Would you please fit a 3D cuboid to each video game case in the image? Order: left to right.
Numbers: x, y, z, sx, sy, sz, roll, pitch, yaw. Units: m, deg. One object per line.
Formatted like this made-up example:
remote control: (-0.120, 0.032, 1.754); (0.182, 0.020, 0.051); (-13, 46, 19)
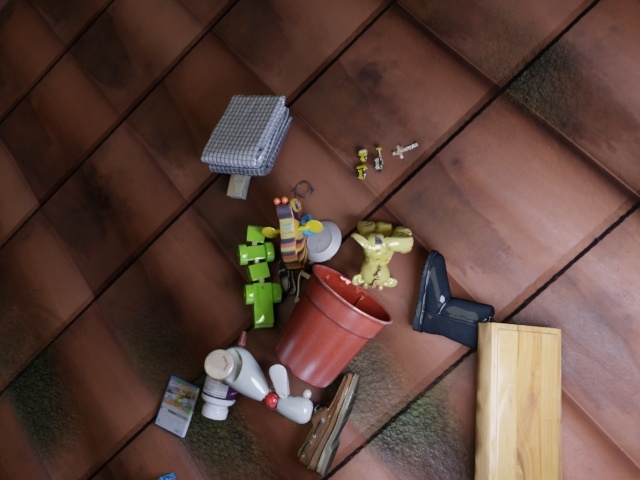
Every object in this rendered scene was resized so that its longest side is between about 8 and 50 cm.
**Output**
video game case: (-0.471, 0.547, 1.654); (0.119, 0.015, 0.166); (16, 85, 22)

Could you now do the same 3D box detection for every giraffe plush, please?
giraffe plush: (0.171, 0.053, 1.468); (0.181, 0.210, 0.171); (14, 112, 18)

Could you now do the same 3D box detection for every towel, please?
towel: (-0.242, -0.351, 1.686); (0.235, 0.121, 0.284); (9, 66, 28)

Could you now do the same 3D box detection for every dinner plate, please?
dinner plate: (0.000, 0.000, 1.585); (0.141, 0.017, 0.141); (-12, 64, 27)

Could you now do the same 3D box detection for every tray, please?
tray: (0.500, 0.422, 1.259); (0.202, 0.076, 0.411); (7, 80, -13)

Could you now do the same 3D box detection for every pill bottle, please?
pill bottle: (-0.309, 0.452, 1.567); (0.108, 0.108, 0.194); (12, 83, 21)

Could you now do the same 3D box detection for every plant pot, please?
plant pot: (0.020, 0.253, 1.427); (0.272, 0.272, 0.265); (38, 101, 22)

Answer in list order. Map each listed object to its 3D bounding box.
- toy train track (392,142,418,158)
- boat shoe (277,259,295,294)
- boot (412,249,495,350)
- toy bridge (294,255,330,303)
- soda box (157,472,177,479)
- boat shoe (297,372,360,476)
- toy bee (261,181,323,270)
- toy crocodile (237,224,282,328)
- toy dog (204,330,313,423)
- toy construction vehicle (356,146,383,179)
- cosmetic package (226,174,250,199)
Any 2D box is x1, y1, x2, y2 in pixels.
toy train track: (0.265, -0.288, 1.572); (0.083, 0.014, 0.048); (-20, 73, 14)
boat shoe: (-0.115, 0.113, 1.600); (0.046, 0.038, 0.125); (-30, 61, 27)
boot: (0.381, 0.164, 1.393); (0.207, 0.094, 0.247); (11, 89, 24)
toy bridge: (-0.036, 0.116, 1.586); (0.063, 0.026, 0.188); (29, 89, 25)
soda box: (-0.540, 0.839, 1.588); (0.210, 0.067, 0.071); (-44, 68, 6)
boat shoe: (0.020, 0.514, 1.438); (0.104, 0.110, 0.307); (21, 86, 21)
toy bee: (-0.102, -0.062, 1.554); (0.195, 0.162, 0.298); (-28, 63, 15)
toy crocodile: (-0.200, 0.112, 1.606); (0.115, 0.105, 0.341); (-7, 80, -19)
toy dog: (-0.165, 0.380, 1.441); (0.333, 0.220, 0.161); (31, 72, -10)
toy construction vehicle: (0.158, -0.245, 1.594); (0.085, 0.035, 0.098); (-10, 73, 28)
cosmetic package: (-0.279, -0.203, 1.729); (0.060, 0.041, 0.115); (6, 81, 21)
